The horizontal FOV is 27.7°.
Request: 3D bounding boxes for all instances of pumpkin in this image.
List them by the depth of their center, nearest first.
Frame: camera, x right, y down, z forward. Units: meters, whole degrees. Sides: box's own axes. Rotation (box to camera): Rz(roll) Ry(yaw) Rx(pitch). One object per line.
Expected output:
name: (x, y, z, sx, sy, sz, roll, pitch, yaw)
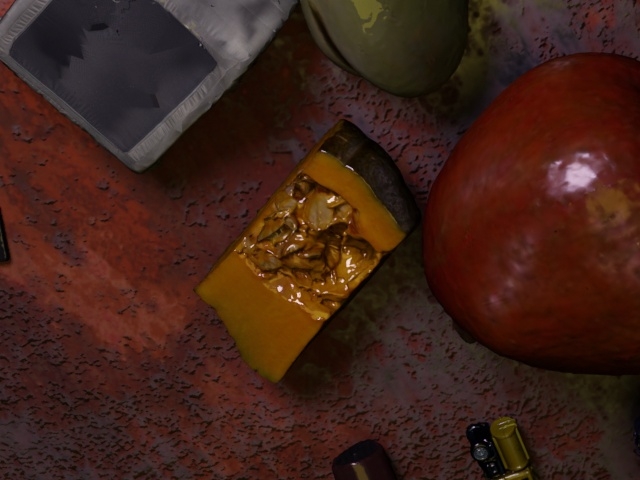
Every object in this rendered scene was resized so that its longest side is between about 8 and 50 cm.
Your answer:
pumpkin: (-0.002, 0.002, 1.215, 0.131, 0.126, 0.248, 41, 123, -7)

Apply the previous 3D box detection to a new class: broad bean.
broad bean: (0.066, -0.258, 1.105, 0.189, 0.121, 0.263, 4, 104, -35)

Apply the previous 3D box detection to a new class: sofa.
sofa: (-0.154, -0.205, 1.157, 0.210, 0.176, 0.225, 38, 135, -12)

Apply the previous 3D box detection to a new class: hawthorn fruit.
hawthorn fruit: (0.232, -0.020, 1.124, 0.311, 0.295, 0.295, -6, 111, 24)

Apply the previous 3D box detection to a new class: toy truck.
toy truck: (0.187, 0.226, 1.326, 0.054, 0.049, 0.083, -22, 107, 8)

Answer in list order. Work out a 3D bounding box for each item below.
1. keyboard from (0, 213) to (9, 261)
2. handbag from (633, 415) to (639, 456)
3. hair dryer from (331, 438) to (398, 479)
keyboard: (-0.410, 0.001, 1.272, 0.204, 0.013, 0.061, -5, 110, 3)
handbag: (0.427, 0.206, 1.273, 0.229, 0.127, 0.208, 41, 112, -13)
hair dryer: (-0.010, 0.399, 1.384, 0.340, 0.123, 0.312, -22, 98, 20)
